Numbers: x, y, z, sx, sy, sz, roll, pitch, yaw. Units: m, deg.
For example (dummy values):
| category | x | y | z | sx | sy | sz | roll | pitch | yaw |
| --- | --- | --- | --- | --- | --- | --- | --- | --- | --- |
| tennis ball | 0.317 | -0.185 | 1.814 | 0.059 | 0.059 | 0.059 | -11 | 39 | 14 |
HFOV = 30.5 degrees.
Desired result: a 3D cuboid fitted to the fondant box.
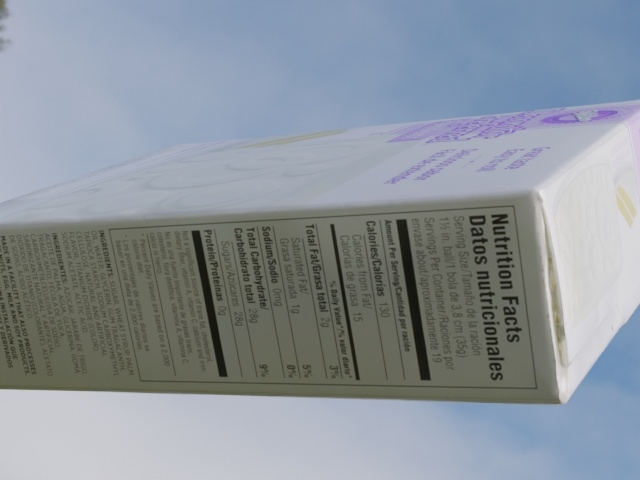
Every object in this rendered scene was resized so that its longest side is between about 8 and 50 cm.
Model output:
| category | x | y | z | sx | sy | sz | roll | pitch | yaw |
| --- | --- | --- | --- | --- | --- | --- | --- | --- | --- |
| fondant box | 0.000 | 0.000 | 0.630 | 0.330 | 0.238 | 0.096 | -2 | -76 | 28 |
